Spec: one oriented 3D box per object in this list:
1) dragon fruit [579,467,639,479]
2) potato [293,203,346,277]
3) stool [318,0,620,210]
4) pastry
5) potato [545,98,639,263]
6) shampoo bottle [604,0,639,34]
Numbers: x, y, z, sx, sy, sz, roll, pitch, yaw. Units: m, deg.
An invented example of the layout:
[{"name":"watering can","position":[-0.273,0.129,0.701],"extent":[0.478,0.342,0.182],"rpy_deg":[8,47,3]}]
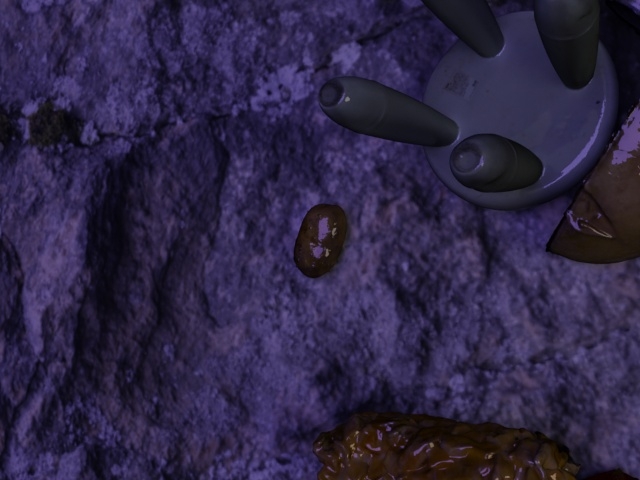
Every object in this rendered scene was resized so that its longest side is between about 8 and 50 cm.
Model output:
[{"name":"dragon fruit","position":[0.219,0.258,0.707],"extent":[0.131,0.063,0.097],"rpy_deg":[-8,82,23]},{"name":"potato","position":[0.000,0.000,0.839],"extent":[0.051,0.040,0.083],"rpy_deg":[24,97,15]},{"name":"stool","position":[0.140,-0.142,0.688],"extent":[0.195,0.198,0.195],"rpy_deg":[32,97,34]},{"name":"pastry","position":[0.122,0.212,0.708],"extent":[0.249,0.154,0.103],"rpy_deg":[-1,75,34]},{"name":"potato","position":[0.303,-0.074,0.671],"extent":[0.100,0.120,0.261],"rpy_deg":[35,101,17]},{"name":"shampoo bottle","position":[0.343,-0.282,0.693],"extent":[0.072,0.072,0.214],"rpy_deg":[41,102,21]}]
